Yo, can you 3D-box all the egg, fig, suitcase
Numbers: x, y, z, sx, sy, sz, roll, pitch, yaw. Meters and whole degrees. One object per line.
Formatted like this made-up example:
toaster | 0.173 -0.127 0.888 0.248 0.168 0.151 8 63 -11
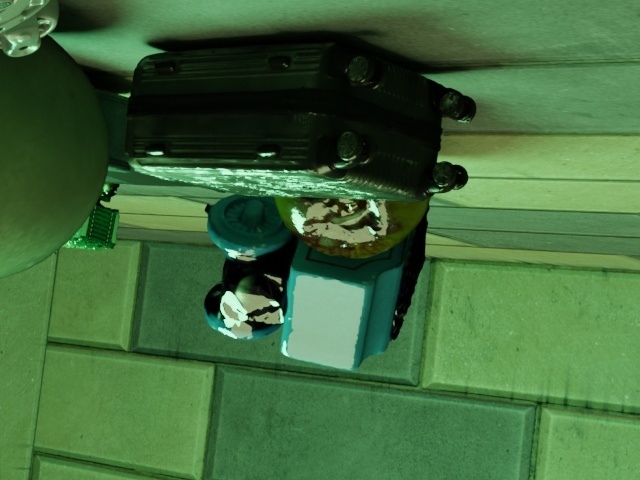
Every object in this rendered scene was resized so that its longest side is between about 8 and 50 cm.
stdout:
egg | -0.334 -0.089 1.318 0.258 0.258 0.352 5 -178 22
fig | 0.035 -0.071 1.634 0.181 0.181 0.191 7 -161 -7
suitcase | -0.027 -0.111 1.401 0.312 0.128 0.202 2 174 41

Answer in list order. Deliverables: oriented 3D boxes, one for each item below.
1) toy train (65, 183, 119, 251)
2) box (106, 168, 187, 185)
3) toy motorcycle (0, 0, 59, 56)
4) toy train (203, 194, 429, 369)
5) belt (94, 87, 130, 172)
toy train | -0.444 -0.065 2.421 0.269 0.154 0.115 4 177 30
box | -0.304 -0.122 2.023 0.290 0.073 0.289 5 176 18
toy motorcycle | -0.229 -0.191 1.011 0.112 0.112 0.254 6 174 6
toy train | 0.000 0.000 1.814 0.265 0.188 0.300 11 -142 5
belt | -0.325 -0.133 1.638 0.206 0.116 0.267 9 180 31
